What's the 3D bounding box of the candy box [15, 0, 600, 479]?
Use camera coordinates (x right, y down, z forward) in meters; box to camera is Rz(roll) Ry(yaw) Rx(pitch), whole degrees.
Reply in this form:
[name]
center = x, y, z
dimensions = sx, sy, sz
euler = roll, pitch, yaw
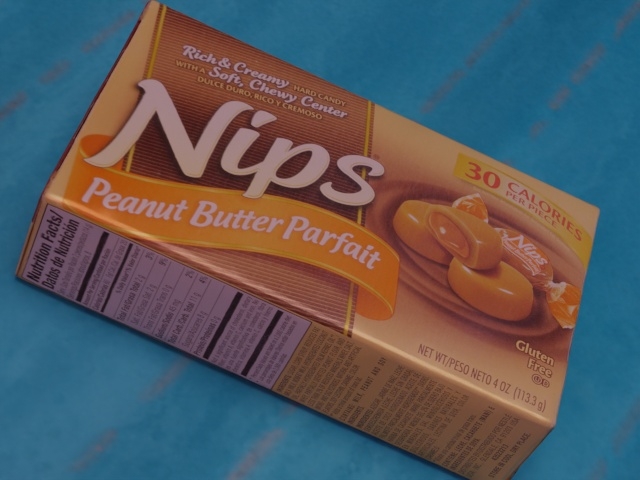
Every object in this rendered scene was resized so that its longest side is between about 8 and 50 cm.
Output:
[candy box]
center = 0.000, 0.000, 0.982
dimensions = 0.316, 0.087, 0.183
euler = 24, 47, -4
